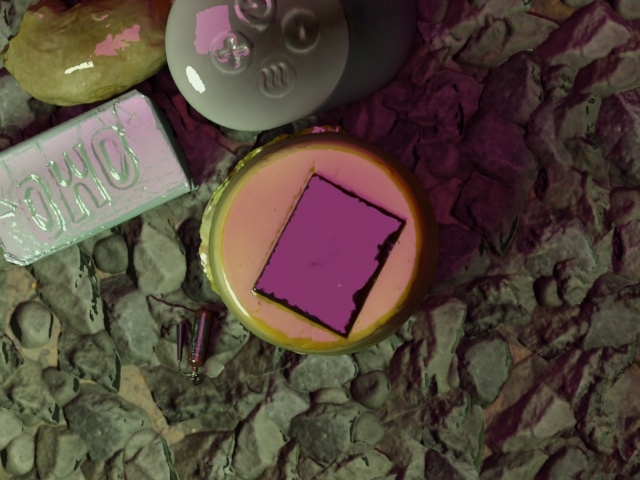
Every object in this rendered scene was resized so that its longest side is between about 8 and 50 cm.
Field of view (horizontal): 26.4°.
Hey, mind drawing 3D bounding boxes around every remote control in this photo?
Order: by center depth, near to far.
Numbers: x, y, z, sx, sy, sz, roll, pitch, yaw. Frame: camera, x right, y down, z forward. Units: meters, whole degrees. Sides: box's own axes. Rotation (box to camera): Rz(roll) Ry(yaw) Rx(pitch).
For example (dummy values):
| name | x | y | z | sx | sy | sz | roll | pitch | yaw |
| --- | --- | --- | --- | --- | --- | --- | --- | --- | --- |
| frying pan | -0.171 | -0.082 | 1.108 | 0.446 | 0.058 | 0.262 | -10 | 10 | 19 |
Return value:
| name | x | y | z | sx | sy | sz | roll | pitch | yaw |
| --- | --- | --- | --- | --- | --- | --- | --- | --- | --- |
| remote control | -0.032 | -0.263 | 1.696 | 0.332 | 0.103 | 0.221 | -20 | 106 | -17 |

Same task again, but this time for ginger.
| name | x | y | z | sx | sy | sz | roll | pitch | yaw |
| --- | --- | --- | --- | --- | --- | --- | --- | --- | --- |
| ginger | -0.282 | -0.247 | 1.715 | 0.267 | 0.138 | 0.152 | -3 | 86 | 6 |

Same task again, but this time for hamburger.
| name | x | y | z | sx | sy | sz | roll | pitch | yaw |
| --- | --- | --- | --- | --- | --- | --- | --- | --- | --- |
| hamburger | 0.000 | 0.000 | 1.692 | 0.300 | 0.176 | 0.300 | 0 | 90 | 0 |

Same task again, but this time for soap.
| name | x | y | z | sx | sy | sz | roll | pitch | yaw |
| --- | --- | --- | --- | --- | --- | --- | --- | --- | --- |
| soap | -0.305 | -0.080 | 1.739 | 0.261 | 0.094 | 0.150 | -25 | 91 | 1 |

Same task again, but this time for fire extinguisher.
| name | x | y | z | sx | sy | sz | roll | pitch | yaw |
| --- | --- | --- | --- | --- | --- | --- | --- | --- | --- |
| fire extinguisher | -0.169 | 0.137 | 1.771 | 0.046 | 0.032 | 0.100 | 11 | 85 | -10 |
